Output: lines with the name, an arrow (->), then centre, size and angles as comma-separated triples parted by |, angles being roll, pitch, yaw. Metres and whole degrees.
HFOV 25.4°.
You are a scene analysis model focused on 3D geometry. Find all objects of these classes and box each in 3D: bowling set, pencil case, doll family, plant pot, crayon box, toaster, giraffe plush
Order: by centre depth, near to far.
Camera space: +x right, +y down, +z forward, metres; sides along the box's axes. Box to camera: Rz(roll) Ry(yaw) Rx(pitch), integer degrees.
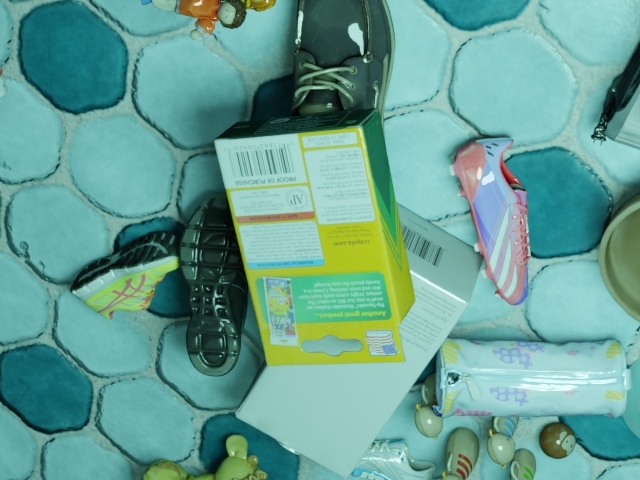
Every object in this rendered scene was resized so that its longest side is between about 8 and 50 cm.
toaster -> 0.447, -0.186, 1.760 | 0.146, 0.129, 0.227 | 22, 119, 0
doll family -> -0.113, -0.385, 1.824 | 0.163, 0.118, 0.263 | 18, 103, 12
crayon box -> 0.000, 0.000, 1.837 | 0.203, 0.083, 0.323 | -3, 111, 22
plant pot -> 0.492, 0.008, 1.851 | 0.237, 0.110, 0.237 | 13, 130, 16
pencil case -> 0.292, 0.191, 1.980 | 0.273, 0.113, 0.124 | 1, 161, -1
bowling set -> 0.263, 0.318, 2.062 | 0.200, 0.154, 0.287 | -17, 112, 22
giraffe plush -> -0.163, 0.396, 2.223 | 0.170, 0.210, 0.181 | -32, 105, -4

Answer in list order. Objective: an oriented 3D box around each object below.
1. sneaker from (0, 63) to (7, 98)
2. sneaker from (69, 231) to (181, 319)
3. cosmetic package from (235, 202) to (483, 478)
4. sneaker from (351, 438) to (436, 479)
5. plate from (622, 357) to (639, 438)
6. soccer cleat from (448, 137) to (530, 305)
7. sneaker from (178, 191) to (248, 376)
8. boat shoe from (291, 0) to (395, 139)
sneaker -> -0.578, -0.228, 2.024 | 0.270, 0.090, 0.145 | -12, 111, 17
sneaker -> -0.269, 0.057, 2.111 | 0.208, 0.081, 0.094 | -22, 117, 31
cosmetic package -> 0.053, 0.138, 2.020 | 0.197, 0.155, 0.365 | 31, 121, -3
sneaker -> 0.092, 0.327, 2.168 | 0.191, 0.071, 0.083 | 26, 115, -10
plate -> 0.521, 0.234, 2.026 | 0.188, 0.024, 0.188 | 6, 118, 12
soccer cleat -> 0.251, -0.024, 1.929 | 0.095, 0.083, 0.248 | -16, 110, 17
sneaker -> -0.153, 0.060, 2.066 | 0.101, 0.106, 0.267 | 6, 97, 4
boat shoe -> 0.028, -0.197, 1.860 | 0.132, 0.130, 0.355 | 1, 118, 14
